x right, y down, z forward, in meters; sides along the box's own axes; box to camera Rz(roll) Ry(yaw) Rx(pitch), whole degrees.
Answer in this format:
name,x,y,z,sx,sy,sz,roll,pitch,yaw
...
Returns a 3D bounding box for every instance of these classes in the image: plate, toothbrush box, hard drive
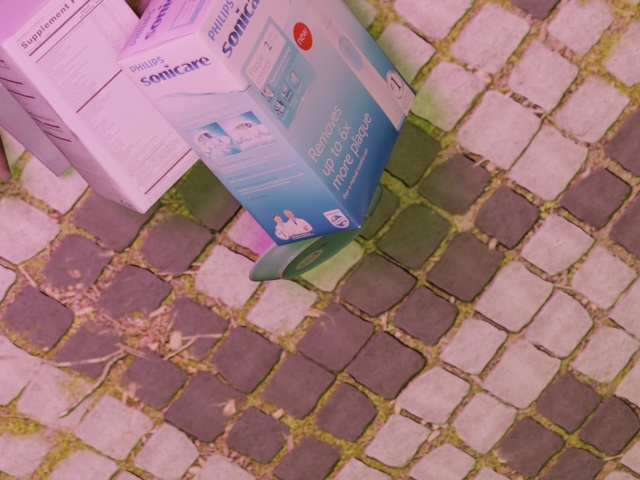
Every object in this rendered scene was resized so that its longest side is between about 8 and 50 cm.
name,x,y,z,sx,sy,sz,roll,pitch,yaw
plate,0.000,0.000,1.930,0.188,0.188,0.024,-37,78,7
toothbrush box,-0.051,-0.174,1.778,0.126,0.216,0.295,-14,128,39
hard drive,-0.310,-0.148,1.862,0.094,0.022,0.135,-41,117,9

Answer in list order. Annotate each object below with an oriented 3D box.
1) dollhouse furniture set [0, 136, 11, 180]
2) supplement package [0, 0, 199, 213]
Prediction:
name,x,y,z,sx,sy,sz,roll,pitch,yaw
dollhouse furniture set,-0.500,-0.117,1.788,0.212,0.161,0.242,-34,139,12
supplement package,-0.243,-0.170,1.783,0.139,0.134,0.244,-45,119,-15
